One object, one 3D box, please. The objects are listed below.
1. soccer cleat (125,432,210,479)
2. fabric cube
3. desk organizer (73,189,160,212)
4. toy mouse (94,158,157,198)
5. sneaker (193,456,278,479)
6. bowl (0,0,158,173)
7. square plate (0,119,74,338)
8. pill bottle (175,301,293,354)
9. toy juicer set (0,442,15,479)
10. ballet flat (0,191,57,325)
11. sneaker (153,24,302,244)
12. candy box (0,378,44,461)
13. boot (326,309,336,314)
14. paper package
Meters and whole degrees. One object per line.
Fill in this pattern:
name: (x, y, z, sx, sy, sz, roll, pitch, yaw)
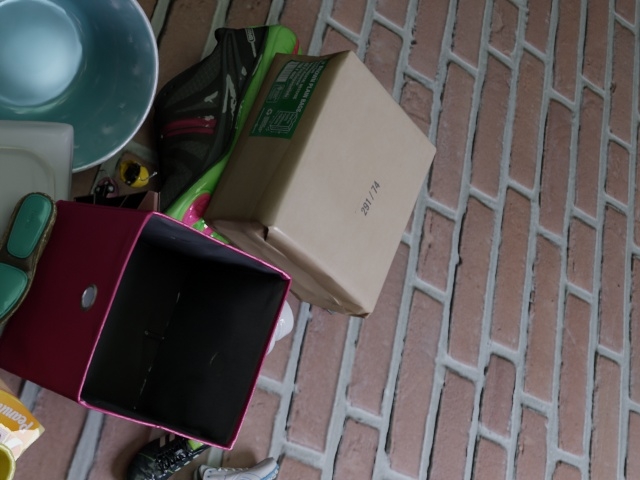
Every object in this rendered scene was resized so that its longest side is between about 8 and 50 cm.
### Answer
soccer cleat: (-0.212, 0.311, 1.476, 0.179, 0.072, 0.060, -30, 90, -40)
fabric cube: (-0.244, 0.108, 1.344, 0.259, 0.258, 0.254, 28, 77, -39)
desk organizer: (-0.304, -0.046, 1.465, 0.050, 0.130, 0.047, 20, 67, -55)
toy mouse: (-0.316, -0.058, 1.540, 0.031, 0.161, 0.143, 27, 90, -43)
sneaker: (-0.146, 0.368, 1.506, 0.190, 0.071, 0.083, -26, 82, -40)
bowl: (-0.414, -0.267, 1.462, 0.311, 0.163, 0.312, -14, 118, -28)
square plate: (-0.495, 0.004, 1.334, 0.344, 0.049, 0.347, 0, 94, -36)
pill bottle: (-0.137, 0.149, 1.572, 0.186, 0.112, 0.112, -27, 88, -40)
toy juicer set: (-0.383, 0.415, 1.246, 0.209, 0.089, 0.329, -57, 131, -28)
ballet flat: (-0.410, 0.034, 1.325, 0.073, 0.067, 0.206, 28, 76, -4)
sneaker: (-0.193, -0.156, 1.642, 0.202, 0.185, 0.483, 17, 65, 21)
candy box: (-0.517, 0.192, 1.235, 0.183, 0.087, 0.316, -49, 120, -33)
boot: (0.000, 0.000, 1.757, 0.208, 0.076, 0.190, 39, 68, -9)
paper package: (0.006, -0.091, 1.585, 0.309, 0.168, 0.325, 42, 65, -45)
